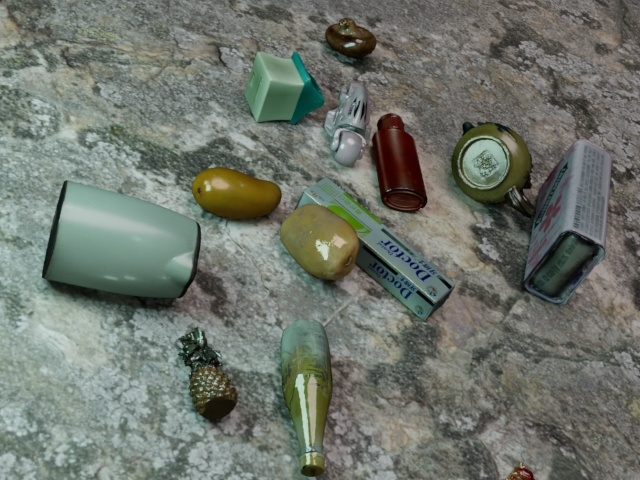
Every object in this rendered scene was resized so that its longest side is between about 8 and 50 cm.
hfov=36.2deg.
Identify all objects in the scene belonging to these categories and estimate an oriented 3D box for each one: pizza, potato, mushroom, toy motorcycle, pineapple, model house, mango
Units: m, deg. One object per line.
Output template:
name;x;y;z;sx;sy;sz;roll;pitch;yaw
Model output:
pizza;0.327;0.414;1.609;0.099;0.029;0.100;-7;51;-33
potato;0.000;0.000;1.808;0.178;0.118;0.109;43;6;37
mushroom;0.073;-0.488;2.379;0.126;0.085;0.109;32;9;28
toy motorcycle;0.070;-0.265;2.123;0.112;0.112;0.254;19;42;-10
pineapple;-0.182;0.203;1.529;0.074;0.074;0.159;0;42;-29
model house;-0.071;-0.325;2.095;0.149;0.127;0.100;-1;48;-25
mango;-0.154;-0.085;1.834;0.184;0.085;0.102;10;38;-35

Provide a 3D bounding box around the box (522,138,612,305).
box;0.530;-0.042;2.079;0.112;0.190;0.370;25;41;-2

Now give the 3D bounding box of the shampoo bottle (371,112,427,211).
shampoo bottle;0.165;-0.172;2.111;0.102;0.064;0.260;10;42;-14

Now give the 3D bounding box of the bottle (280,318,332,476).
bottle;-0.021;0.249;1.556;0.083;0.083;0.270;12;46;-17

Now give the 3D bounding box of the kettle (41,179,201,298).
kettle;-0.321;-0.001;1.612;0.236;0.161;0.221;13;12;-18

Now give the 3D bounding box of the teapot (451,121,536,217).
teapot;0.392;-0.158;2.162;0.269;0.173;0.182;53;21;14

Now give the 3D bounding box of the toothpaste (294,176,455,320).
toothpaste;0.103;0.013;1.883;0.336;0.067;0.081;40;45;15
